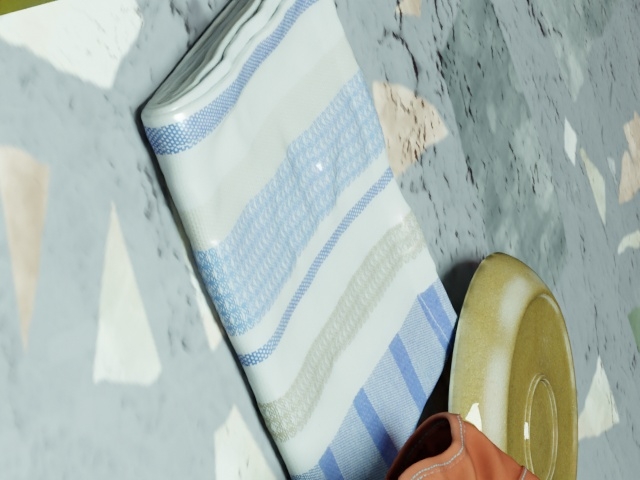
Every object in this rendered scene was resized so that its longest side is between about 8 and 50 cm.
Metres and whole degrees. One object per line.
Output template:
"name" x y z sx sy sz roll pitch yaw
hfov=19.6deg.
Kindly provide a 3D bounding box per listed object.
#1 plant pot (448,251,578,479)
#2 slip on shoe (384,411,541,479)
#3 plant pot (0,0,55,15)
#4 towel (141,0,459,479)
"plant pot" 0.132 0.125 1.210 0.236 0.032 0.236 -2 90 -69
"slip on shoe" 0.013 0.177 0.907 0.101 0.123 0.331 49 34 7
"plant pot" -0.152 -0.202 0.592 0.187 0.212 0.212 17 74 -44
"towel" 0.000 0.000 1.021 0.209 0.034 0.285 -56 132 -51
